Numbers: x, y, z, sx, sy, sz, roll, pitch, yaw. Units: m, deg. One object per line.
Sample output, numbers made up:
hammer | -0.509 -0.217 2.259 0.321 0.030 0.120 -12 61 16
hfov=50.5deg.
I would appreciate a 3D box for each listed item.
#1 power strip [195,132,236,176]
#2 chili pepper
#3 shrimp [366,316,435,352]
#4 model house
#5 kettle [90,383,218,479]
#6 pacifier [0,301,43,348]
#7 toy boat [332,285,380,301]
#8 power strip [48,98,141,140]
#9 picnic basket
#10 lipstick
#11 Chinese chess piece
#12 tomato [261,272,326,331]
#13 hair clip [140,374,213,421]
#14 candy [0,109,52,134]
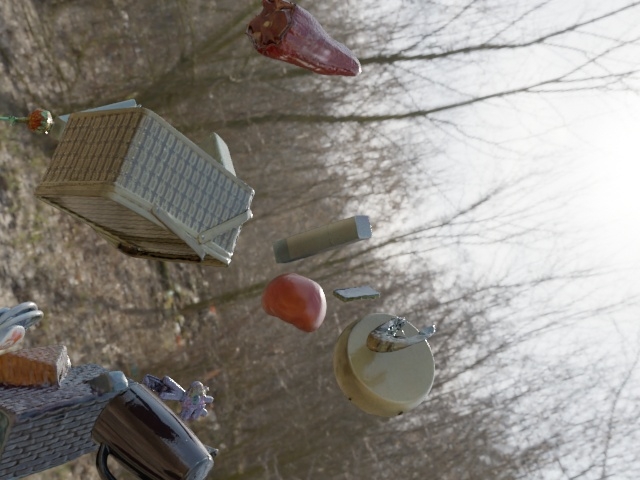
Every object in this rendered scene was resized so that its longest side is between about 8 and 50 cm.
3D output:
power strip | -0.231 -0.136 1.440 0.053 0.093 0.288 51 10 -35
chili pepper | -0.025 -0.392 1.373 0.144 0.252 0.136 -9 -109 42
shrimp | 0.197 0.224 1.627 0.217 0.150 0.051 -31 112 -64
model house | -0.631 0.364 1.518 0.360 0.339 0.297 -2 70 -52
kettle | -0.333 0.415 1.327 0.232 0.202 0.144 32 -55 24
pacifier | -1.013 0.221 2.066 0.233 0.244 0.299 49 2 4
toy boat | 0.094 0.141 1.783 0.063 0.115 0.016 30 -62 54
power strip | -0.503 -0.279 1.548 0.027 0.252 0.060 48 -50 10
picnic basket | -0.296 -0.072 1.190 0.313 0.228 0.175 38 63 -49
lipstick | 0.000 0.000 1.900 0.317 0.066 0.068 -17 -100 40
Chinese chess piece | 0.161 0.317 1.735 0.102 0.273 0.273 -57 -136 50
tomato | -0.089 0.214 2.424 0.260 0.260 0.180 139 -25 -83
hair clip | -0.441 0.503 2.158 0.278 0.090 0.137 36 64 -39
candy | -0.663 -0.259 1.451 0.049 0.184 0.055 38 -63 32
